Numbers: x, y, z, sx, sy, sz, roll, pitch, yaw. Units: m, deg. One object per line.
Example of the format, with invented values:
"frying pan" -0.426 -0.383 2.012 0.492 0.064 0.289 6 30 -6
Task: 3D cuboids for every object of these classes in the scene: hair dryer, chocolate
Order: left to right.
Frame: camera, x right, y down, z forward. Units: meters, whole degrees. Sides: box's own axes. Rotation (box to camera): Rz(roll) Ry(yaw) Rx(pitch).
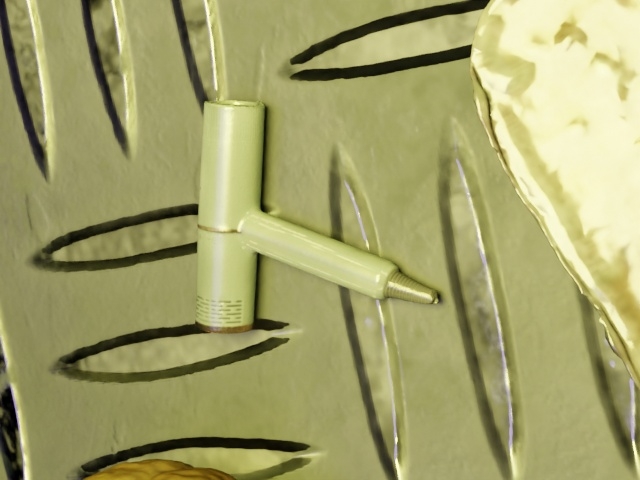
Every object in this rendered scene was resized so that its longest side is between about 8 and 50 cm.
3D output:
"hair dryer" 0.002 -0.008 1.068 0.183 0.044 0.155 7 103 26
"chocolate" 0.214 -0.033 0.892 0.185 0.100 0.303 -31 84 21

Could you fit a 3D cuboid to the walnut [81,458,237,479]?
"walnut" -0.117 0.259 1.054 0.257 0.257 0.225 6 101 31
